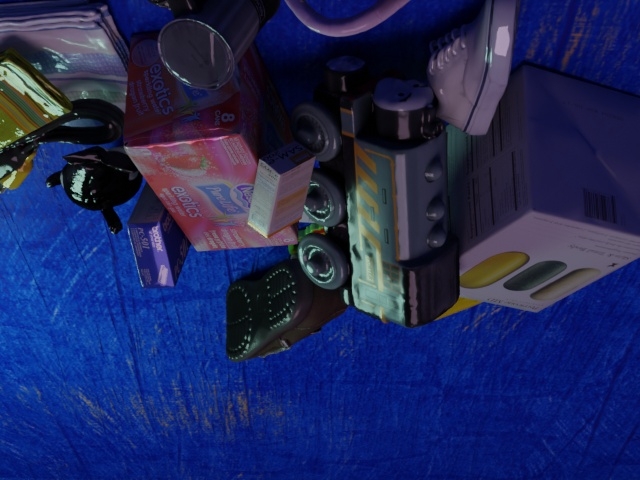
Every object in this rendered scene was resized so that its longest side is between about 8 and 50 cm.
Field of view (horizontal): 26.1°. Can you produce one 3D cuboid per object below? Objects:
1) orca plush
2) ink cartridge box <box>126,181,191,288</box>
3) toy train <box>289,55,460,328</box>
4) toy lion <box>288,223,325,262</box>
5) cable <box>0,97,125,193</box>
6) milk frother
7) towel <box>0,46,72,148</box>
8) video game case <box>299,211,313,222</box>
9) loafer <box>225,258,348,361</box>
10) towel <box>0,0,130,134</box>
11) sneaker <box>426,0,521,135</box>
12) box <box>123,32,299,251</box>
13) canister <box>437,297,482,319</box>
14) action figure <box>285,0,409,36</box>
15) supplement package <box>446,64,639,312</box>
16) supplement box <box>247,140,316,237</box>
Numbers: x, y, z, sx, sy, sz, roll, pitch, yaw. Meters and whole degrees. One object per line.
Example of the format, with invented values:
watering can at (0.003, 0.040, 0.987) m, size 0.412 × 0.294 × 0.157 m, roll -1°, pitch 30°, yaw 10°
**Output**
orca plush at (-0.252, -0.063, 1.720) m, size 0.151 × 0.102 × 0.287 m, roll -21°, pitch -178°, yaw -17°
ink cartridge box at (-0.194, -0.034, 1.765) m, size 0.046 × 0.207 × 0.097 m, roll -4°, pitch 121°, yaw 10°
toy train at (0.073, -0.053, 1.638) m, size 0.190 × 0.142 × 0.334 m, roll 21°, pitch 128°, yaw 36°
toy lion at (0.000, 0.000, 2.071) m, size 0.100 × 0.034 × 0.096 m, roll -1°, pitch 149°, yaw 5°
cable at (-0.365, -0.141, 1.709) m, size 0.287 × 0.072 × 0.139 m, roll -23°, pitch 126°, yaw 35°
milk frother at (-0.137, -0.232, 1.428) m, size 0.143 × 0.135 × 0.129 m, roll -24°, pitch 115°, yaw 38°
towel at (-0.402, -0.147, 1.638) m, size 0.237 × 0.021 × 0.102 m, roll -22°, pitch 125°, yaw 38°
video game case at (0.045, -0.058, 1.949) m, size 0.157 × 0.019 × 0.143 m, roll 3°, pitch 156°, yaw -4°
loafer at (-0.054, 0.121, 2.179) m, size 0.130 × 0.134 × 0.366 m, roll 4°, pitch 168°, yaw -23°
towel at (-0.318, -0.195, 1.644) m, size 0.209 × 0.034 × 0.285 m, roll -2°, pitch 156°, yaw 8°
sneaker at (0.165, -0.199, 1.544) m, size 0.091 × 0.094 × 0.258 m, roll 11°, pitch 151°, yaw 1°
box at (-0.123, -0.115, 1.669) m, size 0.142 × 0.154 × 0.300 m, roll -4°, pitch 154°, yaw 11°
canister at (0.160, 0.014, 1.890) m, size 0.126 × 0.170 × 0.073 m, roll -23°, pitch 157°, yaw 21°
action figure at (0.175, -0.274, 1.146) m, size 0.370 × 0.248 × 0.276 m, roll -10°, pitch 147°, yaw -22°
supplement package at (0.265, -0.056, 1.727) m, size 0.199 × 0.198 × 0.262 m, roll 12°, pitch 154°, yaw -25°
supplement box at (-0.046, -0.059, 1.596) m, size 0.062 × 0.036 × 0.098 m, roll -30°, pitch 147°, yaw -40°
